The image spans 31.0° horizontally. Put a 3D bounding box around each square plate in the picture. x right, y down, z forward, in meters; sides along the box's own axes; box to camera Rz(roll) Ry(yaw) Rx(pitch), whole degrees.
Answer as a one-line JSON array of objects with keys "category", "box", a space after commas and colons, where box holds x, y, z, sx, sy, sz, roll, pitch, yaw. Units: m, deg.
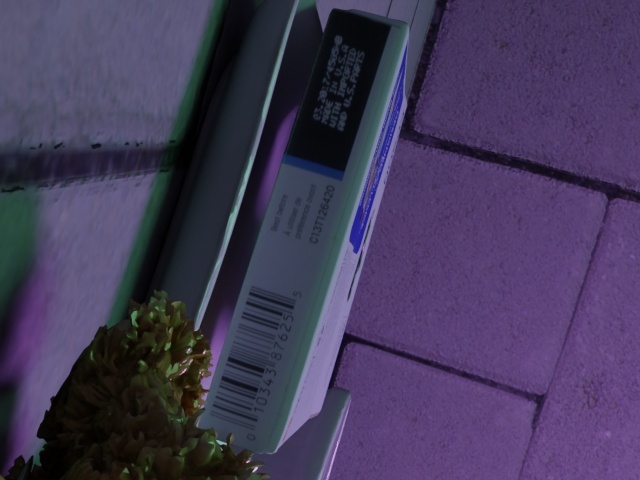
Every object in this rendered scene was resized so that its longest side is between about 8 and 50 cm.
[{"category": "square plate", "box": [-0.066, 0.011, 0.869, 0.347, 0.049, 0.344, 64, 43, -82]}]

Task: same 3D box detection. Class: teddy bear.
[{"category": "teddy bear", "box": [-0.085, 0.159, 0.429, 0.245, 0.113, 0.338, -61, -166, 6]}]

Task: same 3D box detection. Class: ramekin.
[{"category": "ramekin", "box": [-0.062, 0.281, 1.306, 0.273, 0.127, 0.273, 17, 90, -84]}]

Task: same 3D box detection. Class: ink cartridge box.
[{"category": "ink cartridge box", "box": [0.000, 0.000, 0.910, 0.307, 0.072, 0.304, 54, 52, -86]}]

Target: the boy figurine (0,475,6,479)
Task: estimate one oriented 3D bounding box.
[{"category": "boy figurine", "box": [-0.156, 0.165, 0.250, 0.177, 0.092, 0.285, 94, 17, -56]}]
